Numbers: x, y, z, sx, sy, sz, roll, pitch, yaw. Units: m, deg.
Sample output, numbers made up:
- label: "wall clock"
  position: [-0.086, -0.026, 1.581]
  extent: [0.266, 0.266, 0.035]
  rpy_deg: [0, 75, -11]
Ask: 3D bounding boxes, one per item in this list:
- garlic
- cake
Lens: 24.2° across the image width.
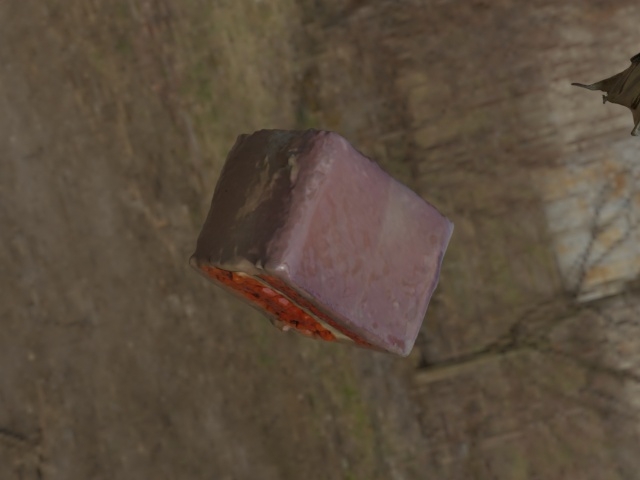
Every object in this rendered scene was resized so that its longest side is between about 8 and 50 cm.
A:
- label: "garlic"
  position: [0.557, -0.257, 2.471]
  extent: [0.338, 0.196, 0.151]
  rpy_deg: [-112, -169, -68]
- label: "cake"
  position: [0.000, 0.000, 2.078]
  extent: [0.309, 0.237, 0.230]
  rpy_deg: [37, 67, -39]
